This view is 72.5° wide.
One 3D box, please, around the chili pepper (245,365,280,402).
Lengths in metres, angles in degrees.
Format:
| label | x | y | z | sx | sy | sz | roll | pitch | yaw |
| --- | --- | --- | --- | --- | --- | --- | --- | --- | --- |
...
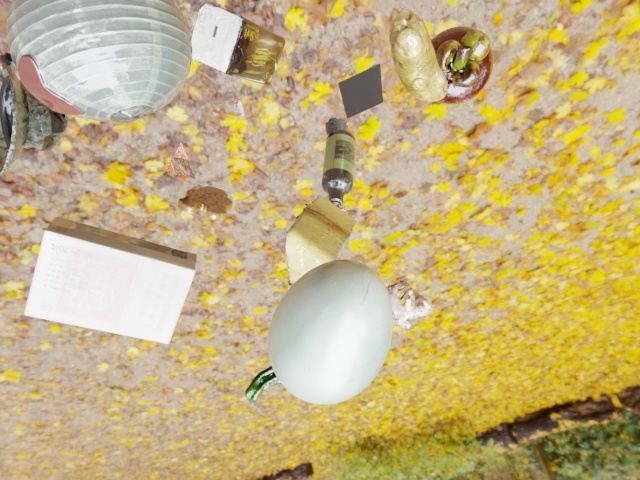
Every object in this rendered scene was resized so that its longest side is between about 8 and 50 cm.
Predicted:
| label | x | y | z | sx | sy | sz | roll | pitch | yaw |
| --- | --- | --- | --- | --- | --- | --- | --- | --- | --- |
| chili pepper | -0.055 | 0.255 | 0.833 | 0.182 | 0.050 | 0.073 | -5 | 152 | -41 |

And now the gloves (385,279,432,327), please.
| label | x | y | z | sx | sy | sz | roll | pitch | yaw |
| --- | --- | --- | --- | --- | --- | --- | --- | --- | --- |
| gloves | 0.190 | 0.144 | 0.991 | 0.094 | 0.110 | 0.144 | -47 | 142 | 11 |

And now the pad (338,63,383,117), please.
| label | x | y | z | sx | sy | sz | roll | pitch | yaw |
| --- | --- | --- | --- | --- | --- | --- | --- | --- | --- |
| pad | 0.155 | -0.551 | 1.626 | 0.160 | 0.009 | 0.265 | -23 | 164 | 5 |

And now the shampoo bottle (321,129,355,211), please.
| label | x | y | z | sx | sy | sz | roll | pitch | yaw |
| --- | --- | --- | --- | --- | --- | --- | --- | --- | --- |
| shampoo bottle | 0.056 | -0.216 | 1.387 | 0.101 | 0.283 | 0.101 | 5 | 151 | 3 |

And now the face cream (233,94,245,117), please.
| label | x | y | z | sx | sy | sz | roll | pitch | yaw |
| --- | --- | --- | --- | --- | --- | --- | --- | --- | --- |
| face cream | -0.311 | -0.510 | 1.656 | 0.040 | 0.083 | 0.021 | -6 | -167 | 38 |

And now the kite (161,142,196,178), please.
| label | x | y | z | sx | sy | sz | roll | pitch | yaw |
| --- | --- | --- | --- | --- | --- | --- | --- | --- | --- |
| kite | -0.522 | -0.277 | 1.661 | 0.125 | 0.008 | 0.222 | 41 | 141 | -17 |

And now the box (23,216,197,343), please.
| label | x | y | z | sx | sy | sz | roll | pitch | yaw |
| --- | --- | --- | --- | --- | --- | --- | --- | --- | --- |
| box | -0.299 | 0.062 | 0.637 | 0.201 | 0.058 | 0.141 | 19 | 107 | -21 |

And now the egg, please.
| label | x | y | z | sx | sy | sz | roll | pitch | yaw |
| --- | --- | --- | --- | --- | --- | --- | --- | --- | --- |
| egg | 0.016 | 0.138 | 0.663 | 0.183 | 0.183 | 0.264 | 1 | 133 | -20 |

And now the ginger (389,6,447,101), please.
| label | x | y | z | sx | sy | sz | roll | pitch | yaw |
| --- | --- | --- | --- | --- | --- | --- | --- | --- | --- |
| ginger | 0.168 | -0.335 | 0.792 | 0.081 | 0.115 | 0.205 | -38 | 152 | 9 |

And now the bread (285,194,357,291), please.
| label | x | y | z | sx | sy | sz | roll | pitch | yaw |
| --- | --- | --- | --- | --- | --- | --- | --- | --- | --- |
| bread | 0.000 | 0.000 | 1.046 | 0.142 | 0.266 | 0.178 | -10 | 113 | 20 |

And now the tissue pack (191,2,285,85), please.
| label | x | y | z | sx | sy | sz | roll | pitch | yaw |
| --- | --- | --- | --- | --- | --- | --- | --- | --- | --- |
| tissue pack | -0.310 | -0.732 | 1.646 | 0.210 | 0.198 | 0.370 | -63 | 168 | 21 |

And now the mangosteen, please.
| label | x | y | z | sx | sy | sz | roll | pitch | yaw |
| --- | --- | --- | --- | --- | --- | --- | --- | --- | --- |
| mangosteen | 0.395 | -0.509 | 1.250 | 0.215 | 0.215 | 0.257 | -15 | -178 | 3 |

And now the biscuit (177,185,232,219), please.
| label | x | y | z | sx | sy | sz | roll | pitch | yaw |
| --- | --- | --- | --- | --- | --- | --- | --- | --- | --- |
| biscuit | -0.420 | -0.143 | 1.635 | 0.186 | 0.295 | 0.044 | 18 | 110 | -5 |

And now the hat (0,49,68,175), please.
| label | x | y | z | sx | sy | sz | roll | pitch | yaw |
| --- | --- | --- | --- | --- | --- | --- | --- | --- | --- |
| hat | -0.586 | -0.246 | 0.865 | 0.265 | 0.265 | 0.128 | -38 | 162 | 32 |

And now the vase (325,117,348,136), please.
| label | x | y | z | sx | sy | sz | roll | pitch | yaw |
| --- | --- | --- | --- | --- | --- | --- | --- | --- | --- |
| vase | 0.072 | -0.425 | 1.936 | 0.115 | 0.237 | 0.115 | 0 | 147 | 0 |

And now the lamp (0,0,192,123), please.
| label | x | y | z | sx | sy | sz | roll | pitch | yaw |
| --- | --- | --- | --- | --- | --- | --- | --- | --- | --- |
| lamp | -0.331 | -0.293 | 0.674 | 0.265 | 0.233 | 0.233 | -17 | 159 | -50 |
